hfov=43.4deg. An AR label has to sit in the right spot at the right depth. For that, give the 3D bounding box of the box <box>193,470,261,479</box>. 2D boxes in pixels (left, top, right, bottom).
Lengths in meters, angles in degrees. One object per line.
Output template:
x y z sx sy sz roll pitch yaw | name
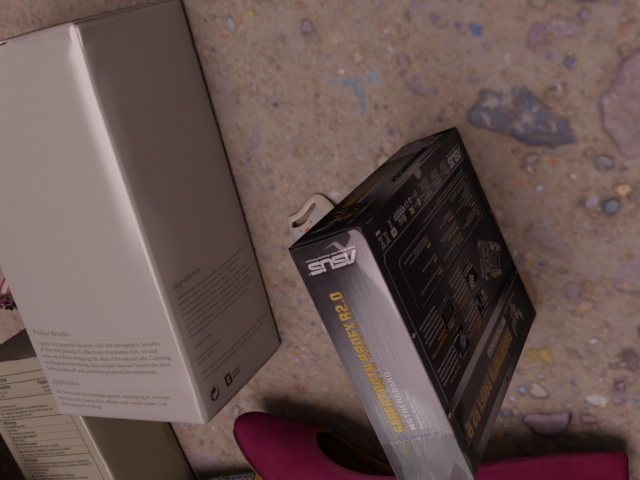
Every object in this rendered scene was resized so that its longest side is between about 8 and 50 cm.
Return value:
-0.076 0.317 0.918 0.179 0.043 0.105 -14 105 24 | box

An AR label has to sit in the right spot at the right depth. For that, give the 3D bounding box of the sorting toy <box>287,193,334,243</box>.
0.000 0.000 0.743 0.083 0.045 0.075 -42 70 36 | sorting toy

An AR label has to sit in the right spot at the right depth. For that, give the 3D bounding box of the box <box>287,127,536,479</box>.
0.082 0.035 0.591 0.056 0.231 0.183 -18 105 31 | box

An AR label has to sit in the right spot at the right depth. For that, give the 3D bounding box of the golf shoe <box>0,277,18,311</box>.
-0.317 0.031 0.922 0.186 0.067 0.086 -27 60 45 | golf shoe

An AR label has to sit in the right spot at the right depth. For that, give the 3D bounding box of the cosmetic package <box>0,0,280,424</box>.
-0.194 -0.021 0.763 0.197 0.155 0.365 -2 111 29 | cosmetic package

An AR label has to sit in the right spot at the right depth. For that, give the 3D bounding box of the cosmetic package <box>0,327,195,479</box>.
-0.269 0.249 0.962 0.160 0.113 0.309 -11 106 32 | cosmetic package

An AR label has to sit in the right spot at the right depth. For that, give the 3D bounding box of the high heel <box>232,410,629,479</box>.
0.092 0.205 0.773 0.377 0.127 0.181 23 94 23 | high heel
